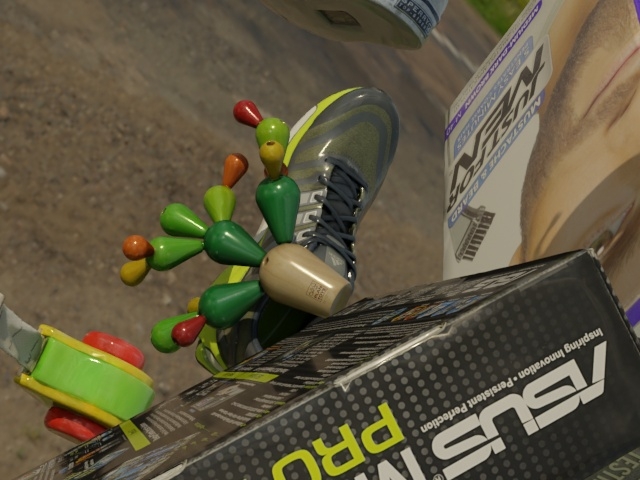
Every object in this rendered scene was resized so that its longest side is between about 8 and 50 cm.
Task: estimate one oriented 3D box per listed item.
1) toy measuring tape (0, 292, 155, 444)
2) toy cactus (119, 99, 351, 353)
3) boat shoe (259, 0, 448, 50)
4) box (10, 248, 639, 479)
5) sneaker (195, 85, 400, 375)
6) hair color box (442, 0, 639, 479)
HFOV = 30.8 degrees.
[{"bbox_3d":[-0.232,0.129,1.124,0.121,0.121,0.330,59,-7,22],"label":"toy measuring tape"},{"bbox_3d":[-0.059,0.004,0.948,0.180,0.219,0.112,27,-10,22],"label":"toy cactus"},{"bbox_3d":[0.034,-0.326,1.331,0.136,0.156,0.367,39,-7,-33],"label":"boat shoe"},{"bbox_3d":[-0.028,0.086,0.434,0.060,0.216,0.270,63,-14,0],"label":"box"},{"bbox_3d":[0.000,0.000,1.038,0.111,0.300,0.121,29,-7,-28],"label":"sneaker"},{"bbox_3d":[0.152,-0.023,0.615,0.110,0.185,0.339,25,36,-14],"label":"hair color box"}]
